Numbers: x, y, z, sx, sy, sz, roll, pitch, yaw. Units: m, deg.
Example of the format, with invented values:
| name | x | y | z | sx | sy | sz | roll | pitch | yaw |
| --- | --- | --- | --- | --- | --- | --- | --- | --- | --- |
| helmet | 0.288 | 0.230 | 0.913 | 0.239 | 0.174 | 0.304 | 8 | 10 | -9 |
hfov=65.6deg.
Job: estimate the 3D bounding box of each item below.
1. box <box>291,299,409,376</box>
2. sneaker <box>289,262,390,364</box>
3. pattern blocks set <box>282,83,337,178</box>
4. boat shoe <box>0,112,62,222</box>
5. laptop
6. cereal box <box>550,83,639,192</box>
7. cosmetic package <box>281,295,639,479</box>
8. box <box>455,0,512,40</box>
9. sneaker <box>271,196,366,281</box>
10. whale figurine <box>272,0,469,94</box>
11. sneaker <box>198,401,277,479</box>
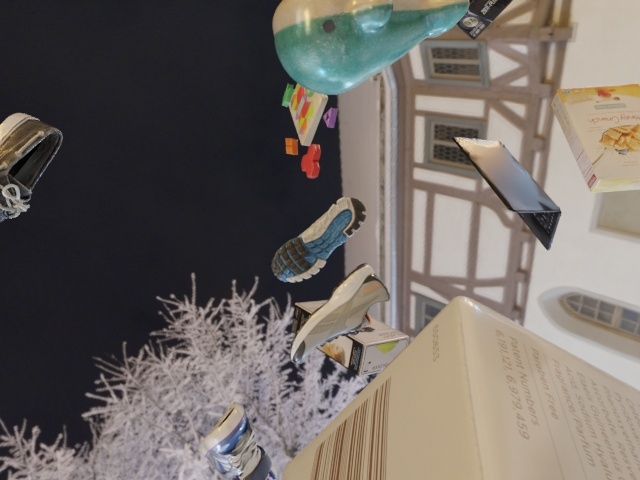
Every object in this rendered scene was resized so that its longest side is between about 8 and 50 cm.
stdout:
| name | x | y | z | sx | sy | sz | roll | pitch | yaw |
| --- | --- | --- | --- | --- | --- | --- | --- | --- | --- |
| box | 0.073 | 0.251 | 1.331 | 0.169 | 0.290 | 0.087 | 1 | -76 | -39 |
| sneaker | 0.035 | 0.174 | 1.055 | 0.271 | 0.108 | 0.100 | -47 | -7 | 13 |
| pattern blocks set | -0.036 | -0.333 | 1.225 | 0.026 | 0.325 | 0.285 | 5 | -58 | -25 |
| boat shoe | -0.604 | -0.098 | 0.945 | 0.113 | 0.105 | 0.306 | 93 | -159 | -66 |
| laptop | 0.421 | -0.103 | 1.141 | 0.137 | 0.234 | 0.264 | -25 | -34 | 0 |
| cereal box | 0.579 | -0.205 | 0.972 | 0.047 | 0.173 | 0.240 | 88 | 176 | -58 |
| cosmetic package | 0.180 | 0.323 | 0.381 | 0.329 | 0.394 | 0.327 | -56 | 11 | 33 |
| box | 0.395 | -0.610 | 1.230 | 0.078 | 0.147 | 0.180 | 29 | -140 | -23 |
| sneaker | 0.000 | 0.000 | 0.841 | 0.191 | 0.083 | 0.071 | -39 | -86 | 7 |
| whale figurine | 0.070 | -0.290 | 0.716 | 0.272 | 0.216 | 0.141 | -8 | -77 | -4 |
| sneaker | -0.180 | 0.547 | 1.255 | 0.130 | 0.236 | 0.323 | -48 | -6 | -37 |
